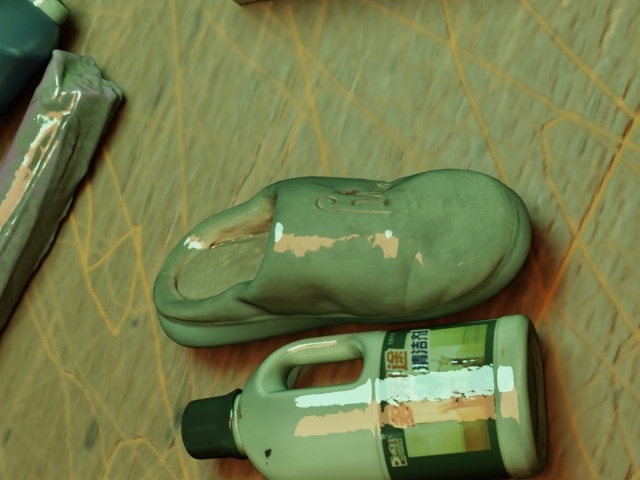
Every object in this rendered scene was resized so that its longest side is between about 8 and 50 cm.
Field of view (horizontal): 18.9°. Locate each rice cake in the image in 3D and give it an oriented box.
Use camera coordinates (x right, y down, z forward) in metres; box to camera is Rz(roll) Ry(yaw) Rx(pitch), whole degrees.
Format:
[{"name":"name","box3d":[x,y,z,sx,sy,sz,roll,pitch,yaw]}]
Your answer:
[{"name":"rice cake","box3d":[-0.212,-0.001,1.282,0.049,0.055,0.270,27,91,25]}]

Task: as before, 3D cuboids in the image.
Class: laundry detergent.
[{"name":"laundry detergent","box3d":[-0.241,-0.096,1.289,0.061,0.096,0.206,43,91,14]},{"name":"laundry detergent","box3d":[0.023,0.105,1.177,0.225,0.070,0.099,-7,79,18]}]

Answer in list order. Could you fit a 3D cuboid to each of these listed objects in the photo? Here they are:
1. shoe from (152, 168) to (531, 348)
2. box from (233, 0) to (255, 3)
[{"name":"shoe","box3d":[0.000,0.000,1.177,0.251,0.100,0.103,-14,51,20]},{"name":"box","box3d":[0.009,-0.183,1.223,0.167,0.090,0.024,-7,79,16]}]
